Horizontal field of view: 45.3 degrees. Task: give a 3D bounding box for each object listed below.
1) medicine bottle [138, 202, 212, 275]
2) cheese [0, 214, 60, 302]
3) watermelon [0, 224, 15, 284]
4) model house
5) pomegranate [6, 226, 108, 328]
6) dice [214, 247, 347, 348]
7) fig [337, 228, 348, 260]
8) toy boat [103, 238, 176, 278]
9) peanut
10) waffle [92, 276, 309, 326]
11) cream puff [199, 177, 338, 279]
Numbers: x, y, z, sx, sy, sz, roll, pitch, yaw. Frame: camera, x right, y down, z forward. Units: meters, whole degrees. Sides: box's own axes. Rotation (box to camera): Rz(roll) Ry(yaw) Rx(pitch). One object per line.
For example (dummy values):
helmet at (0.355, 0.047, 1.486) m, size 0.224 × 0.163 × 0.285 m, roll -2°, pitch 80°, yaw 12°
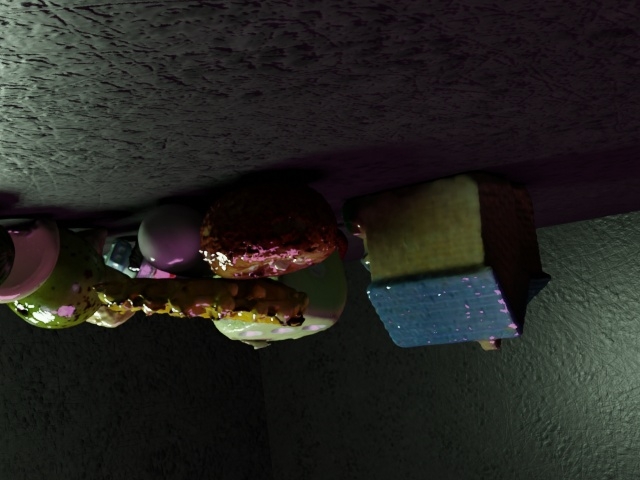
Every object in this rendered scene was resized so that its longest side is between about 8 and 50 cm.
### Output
medicine bottle at (-0.254, 0.005, 1.461) m, size 0.130 × 0.130 × 0.341 m, roll -7°, pitch 175°, yaw 2°
cheese at (-0.545, 0.071, 1.313) m, size 0.163 × 0.248 × 0.071 m, roll 13°, pitch 175°, yaw -28°
watermelon at (-0.574, 0.022, 1.193) m, size 0.187 × 0.140 × 0.141 m, roll 0°, pitch 176°, yaw 6°
model house at (0.291, 0.058, 1.623) m, size 0.335 × 0.342 × 0.382 m, roll -12°, pitch 173°, yaw 37°
pomegranate at (-0.500, 0.050, 1.495) m, size 0.214 × 0.214 × 0.248 m, roll -10°, pitch -148°, yaw 34°
dice at (-0.105, 0.096, 1.789) m, size 0.250 × 0.254 × 0.252 m, roll -27°, pitch 156°, yaw 33°
fig at (0.012, -0.001, 2.092) m, size 0.119 × 0.153 × 0.119 m, roll -8°, pitch 133°, yaw -9°
toy boat at (-0.411, 0.046, 1.748) m, size 0.133 × 0.145 × 0.332 m, roll 25°, pitch 161°, yaw -21°
peanut at (-0.517, 0.089, 1.660) m, size 0.313 × 0.152 × 0.152 m, roll 24°, pitch -168°, yaw 32°
waffle at (-0.219, 0.114, 1.465) m, size 0.382 × 0.095 × 0.379 m, roll 1°, pitch 175°, yaw 11°
cream puff at (-0.086, -0.019, 1.272) m, size 0.240 × 0.164 × 0.240 m, roll -17°, pitch 166°, yaw -5°
